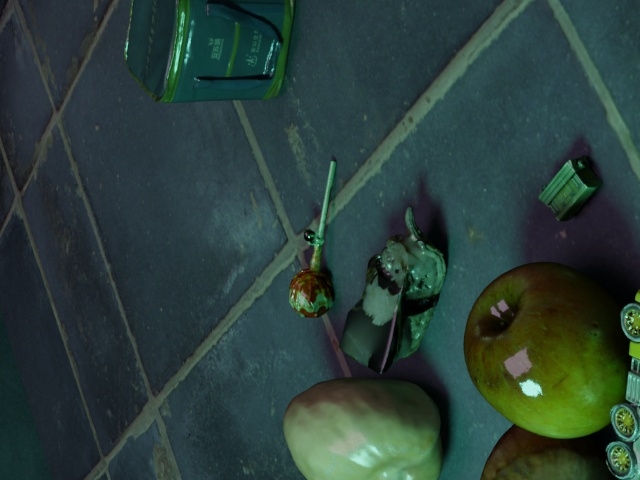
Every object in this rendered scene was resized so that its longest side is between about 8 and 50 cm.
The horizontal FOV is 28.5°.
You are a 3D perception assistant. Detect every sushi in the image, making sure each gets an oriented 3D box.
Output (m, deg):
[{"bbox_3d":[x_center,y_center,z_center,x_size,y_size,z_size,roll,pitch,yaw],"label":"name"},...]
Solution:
[{"bbox_3d":[0.137,0.077,2.000,0.134,0.109,0.273,33,110,54],"label":"sushi"}]

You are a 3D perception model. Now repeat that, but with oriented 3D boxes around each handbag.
[{"bbox_3d":[-0.197,-0.378,2.252,0.222,0.241,0.263,46,134,44],"label":"handbag"}]

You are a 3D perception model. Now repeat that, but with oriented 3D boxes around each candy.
[{"bbox_3d":[0.000,0.000,2.218,0.084,0.078,0.288,31,115,53],"label":"candy"}]

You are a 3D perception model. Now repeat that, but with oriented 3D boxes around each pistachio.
[{"bbox_3d":[0.074,0.324,2.055,0.309,0.229,0.230,9,105,60],"label":"pistachio"}]

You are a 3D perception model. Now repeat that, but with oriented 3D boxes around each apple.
[{"bbox_3d":[0.304,0.148,1.657,0.237,0.207,0.237,-41,29,29],"label":"apple"}]

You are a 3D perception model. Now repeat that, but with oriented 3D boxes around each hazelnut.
[{"bbox_3d":[0.304,0.345,1.736,0.214,0.176,0.214,-158,90,-79],"label":"hazelnut"}]

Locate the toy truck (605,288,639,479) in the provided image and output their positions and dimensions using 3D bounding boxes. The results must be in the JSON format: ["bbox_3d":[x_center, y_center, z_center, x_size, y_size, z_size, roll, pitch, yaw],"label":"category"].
[{"bbox_3d":[0.446,0.191,1.514,0.157,0.124,0.272,24,118,53],"label":"toy truck"}]

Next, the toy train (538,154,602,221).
[{"bbox_3d":[0.337,-0.069,1.700,0.056,0.038,0.093,58,140,22],"label":"toy train"}]
